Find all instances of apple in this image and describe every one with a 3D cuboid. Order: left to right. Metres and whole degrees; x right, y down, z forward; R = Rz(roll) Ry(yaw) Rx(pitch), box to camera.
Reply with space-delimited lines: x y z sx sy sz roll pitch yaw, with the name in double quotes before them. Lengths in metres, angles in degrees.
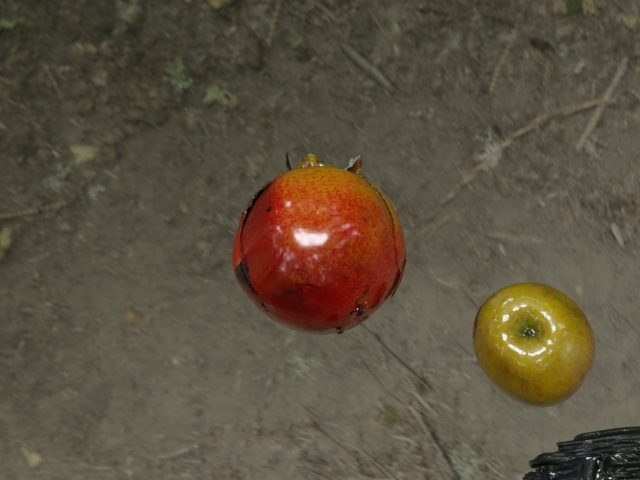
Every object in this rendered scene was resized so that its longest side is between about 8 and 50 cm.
"apple" 0.308 0.147 1.829 0.183 0.155 0.182 -5 66 10

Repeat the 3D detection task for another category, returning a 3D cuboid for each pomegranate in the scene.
"pomegranate" 0.000 0.000 1.529 0.210 0.210 0.235 -5 59 18

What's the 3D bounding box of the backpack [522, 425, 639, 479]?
"backpack" 0.401 0.321 1.711 0.258 0.206 0.133 -5 69 33
